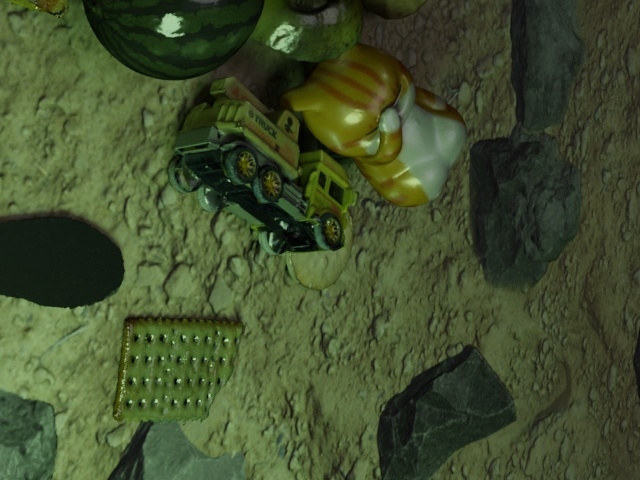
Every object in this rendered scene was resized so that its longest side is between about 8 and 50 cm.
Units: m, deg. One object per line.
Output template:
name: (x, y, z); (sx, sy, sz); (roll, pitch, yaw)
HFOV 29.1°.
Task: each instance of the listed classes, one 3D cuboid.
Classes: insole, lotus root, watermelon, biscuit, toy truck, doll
insole: (-0.343, 0.027, 1.402); (0.309, 0.012, 0.110); (-1, 98, -49)
lotus root: (-0.029, -0.328, 1.581); (0.203, 0.078, 0.183); (48, 52, 8)
watermelon: (-0.168, -0.285, 1.407); (0.212, 0.212, 0.212); (-10, 103, -48)
biscuit: (-0.184, 0.170, 1.606); (0.203, 0.016, 0.144); (9, 89, -48)
biscuit: (0.000, 0.000, 1.787); (0.152, 0.020, 0.152); (-10, 104, -47)
toy truck: (-0.070, -0.095, 1.620); (0.272, 0.124, 0.157); (37, 58, -42)
doll: (0.086, -0.163, 1.697); (0.269, 0.162, 0.167); (42, 69, -46)

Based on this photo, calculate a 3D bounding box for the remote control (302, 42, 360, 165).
remote control: (0.016, -0.222, 1.759); (0.098, 0.038, 0.233); (-5, 101, -48)

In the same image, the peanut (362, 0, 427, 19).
peanut: (0.084, -0.398, 1.705); (0.290, 0.130, 0.130); (36, 67, -74)

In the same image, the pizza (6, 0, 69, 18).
pizza: (-0.320, -0.317, 1.356); (0.099, 0.036, 0.160); (-31, 118, -43)
